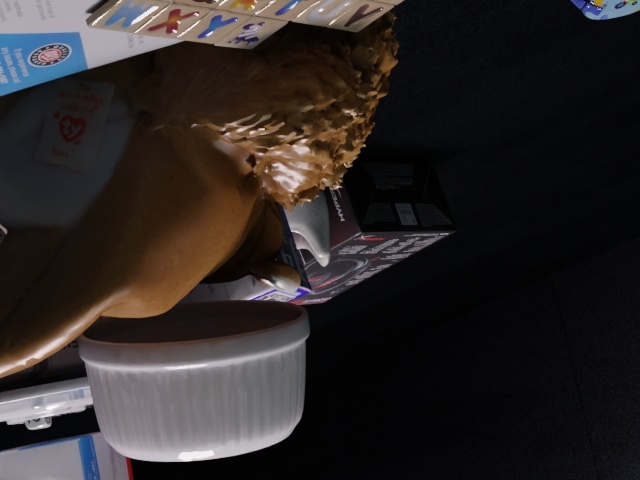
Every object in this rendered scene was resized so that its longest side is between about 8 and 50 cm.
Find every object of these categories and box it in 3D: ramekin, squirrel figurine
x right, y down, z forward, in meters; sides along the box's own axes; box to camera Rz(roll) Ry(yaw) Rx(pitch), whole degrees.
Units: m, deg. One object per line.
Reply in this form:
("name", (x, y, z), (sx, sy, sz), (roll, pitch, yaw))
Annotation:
("ramekin", (-0.109, 0.124, 1.276), (0.207, 0.109, 0.207), (-5, -173, 1))
("squirrel figurine", (-0.090, -0.062, 1.219), (0.397, 0.281, 0.370), (-28, 161, 14))

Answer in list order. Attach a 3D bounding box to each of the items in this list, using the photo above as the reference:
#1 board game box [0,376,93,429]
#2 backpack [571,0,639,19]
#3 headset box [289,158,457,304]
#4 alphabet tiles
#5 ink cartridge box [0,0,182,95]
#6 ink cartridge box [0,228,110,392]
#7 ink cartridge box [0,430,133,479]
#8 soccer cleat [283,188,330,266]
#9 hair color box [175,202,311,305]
("board game box", (-0.291, 0.186, 1.512), (0.390, 0.050, 0.390), (-9, 173, -22))
("backpack", (0.288, -0.287, 1.224), (0.158, 0.117, 0.173), (-15, 163, -20))
("headset box", (0.000, 0.000, 1.929), (0.293, 0.110, 0.218), (-30, 162, 37))
("alphabet tiles", (-0.005, -0.178, 0.928), (0.198, 0.009, 0.237), (-31, 162, 34))
("ink cartridge box", (-0.096, -0.226, 0.907), (0.307, 0.129, 0.223), (-18, 166, -9))
("ink cartridge box", (-0.359, 0.055, 1.461), (0.117, 0.207, 0.283), (-27, 165, 39))
("ink cartridge box", (-0.299, 0.267, 1.638), (0.134, 0.078, 0.231), (-12, 174, 7))
("soccer cleat", (-0.144, 0.022, 1.753), (0.331, 0.143, 0.116), (-20, 166, 5))
("hair color box", (-0.201, 0.033, 1.634), (0.339, 0.185, 0.110), (-23, 166, 14))
